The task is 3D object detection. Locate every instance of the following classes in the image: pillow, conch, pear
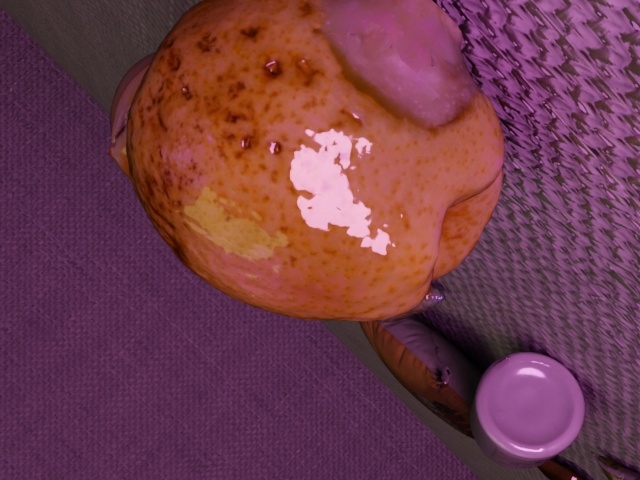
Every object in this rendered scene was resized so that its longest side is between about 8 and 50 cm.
[{"bbox_3d":[0.212,0.241,1.313,0.310,0.119,0.312,46,177,-32],"label":"pillow"},{"bbox_3d":[0.098,0.066,1.139,0.116,0.106,0.173,27,-163,-25],"label":"conch"},{"bbox_3d":[0.001,-0.065,0.535,0.271,0.271,0.271,42,170,9],"label":"pear"}]

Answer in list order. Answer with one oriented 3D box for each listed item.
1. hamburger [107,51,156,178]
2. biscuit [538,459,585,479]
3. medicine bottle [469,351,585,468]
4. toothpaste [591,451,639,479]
[{"bbox_3d":[-0.191,-0.162,1.010,0.147,0.237,0.237,57,178,31],"label":"hamburger"},{"bbox_3d":[0.530,0.509,1.437,0.215,0.034,0.182,44,171,-13],"label":"biscuit"},{"bbox_3d":[0.285,0.252,1.032,0.144,0.144,0.252,40,167,20],"label":"medicine bottle"},{"bbox_3d":[0.479,0.368,1.031,0.078,0.047,0.248,50,172,-10],"label":"toothpaste"}]
